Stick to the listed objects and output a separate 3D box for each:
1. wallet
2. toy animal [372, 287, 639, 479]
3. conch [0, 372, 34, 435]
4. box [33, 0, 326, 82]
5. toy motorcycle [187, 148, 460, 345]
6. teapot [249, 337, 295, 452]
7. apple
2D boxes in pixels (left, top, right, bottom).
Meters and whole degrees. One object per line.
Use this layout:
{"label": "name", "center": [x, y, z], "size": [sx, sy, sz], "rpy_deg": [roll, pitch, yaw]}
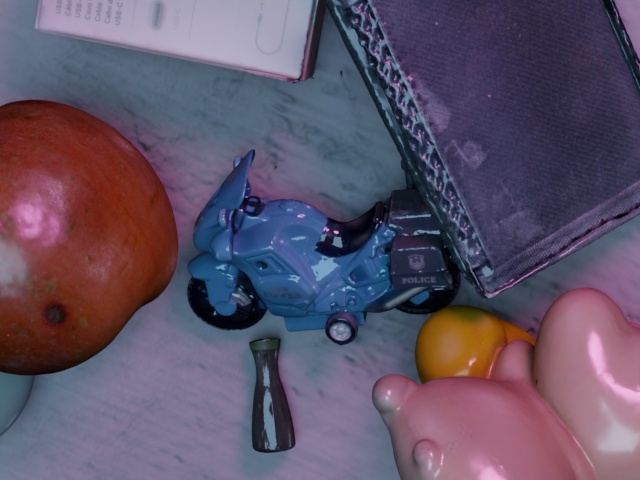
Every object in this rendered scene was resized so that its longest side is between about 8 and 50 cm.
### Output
{"label": "wallet", "center": [0.157, -0.150, 1.323], "size": [0.237, 0.075, 0.342], "rpy_deg": [-29, 99, -15]}
{"label": "toy animal", "center": [0.211, 0.138, 1.290], "size": [0.247, 0.345, 0.277], "rpy_deg": [-35, 62, 22]}
{"label": "conch", "center": [-0.385, 0.118, 1.462], "size": [0.221, 0.121, 0.185], "rpy_deg": [-8, 70, 13]}
{"label": "box", "center": [-0.110, -0.263, 1.347], "size": [0.251, 0.106, 0.203], "rpy_deg": [11, 103, 4]}
{"label": "toy motorcycle", "center": [0.000, 0.000, 1.387], "size": [0.272, 0.123, 0.182], "rpy_deg": [-5, 122, 10]}
{"label": "teapot", "center": [-0.048, 0.145, 1.454], "size": [0.042, 0.043, 0.111], "rpy_deg": [-3, 97, 8]}
{"label": "apple", "center": [-0.247, 0.006, 1.344], "size": [0.253, 0.253, 0.254], "rpy_deg": [1, 101, 7]}
